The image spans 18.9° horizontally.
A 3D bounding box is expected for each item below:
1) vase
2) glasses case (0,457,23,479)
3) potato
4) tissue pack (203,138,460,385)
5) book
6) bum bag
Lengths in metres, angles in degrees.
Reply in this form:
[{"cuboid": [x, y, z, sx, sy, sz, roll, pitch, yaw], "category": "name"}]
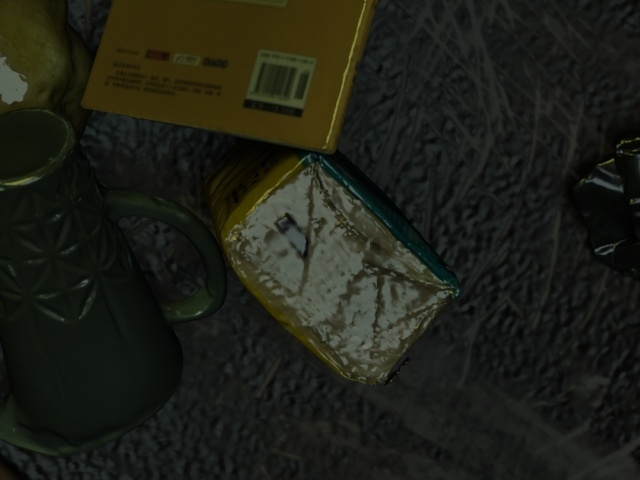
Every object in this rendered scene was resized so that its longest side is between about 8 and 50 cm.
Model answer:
[{"cuboid": [-0.210, 0.027, 1.651, 0.251, 0.156, 0.300, -20, 132, -7], "category": "vase"}, {"cuboid": [-0.321, 0.251, 1.770, 0.102, 0.070, 0.193, -42, 103, 0], "category": "glasses case"}, {"cuboid": [-0.278, -0.160, 1.671, 0.137, 0.154, 0.200, -21, 100, 15], "category": "potato"}, {"cuboid": [0.000, 0.000, 1.684, 0.192, 0.271, 0.134, 42, 94, -12], "category": "tissue pack"}, {"cuboid": [-0.046, -0.274, 1.610, 0.032, 0.269, 0.388, 25, 81, -56], "category": "book"}, {"cuboid": [0.363, -0.099, 1.828, 0.137, 0.074, 0.310, 38, 97, -25], "category": "bum bag"}]
